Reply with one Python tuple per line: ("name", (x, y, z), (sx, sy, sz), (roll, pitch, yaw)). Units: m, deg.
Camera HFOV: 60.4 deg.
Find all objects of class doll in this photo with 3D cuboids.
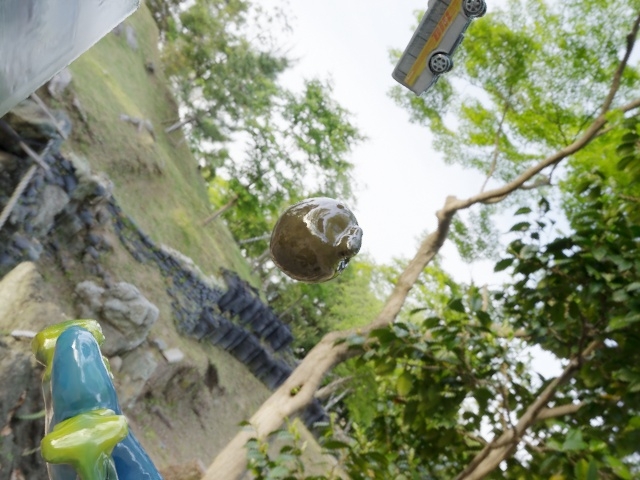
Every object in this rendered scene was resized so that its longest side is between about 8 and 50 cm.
("doll", (-0.108, 0.215, 0.358), (0.346, 0.099, 0.341), (12, -66, 60))

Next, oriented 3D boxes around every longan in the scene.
("longan", (0.000, 0.000, 0.631), (0.119, 0.106, 0.106), (2, -43, 44))

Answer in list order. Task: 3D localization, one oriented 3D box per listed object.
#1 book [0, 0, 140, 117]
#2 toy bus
("book", (-0.178, -0.213, 0.381), (0.025, 0.282, 0.214), (24, -47, -8))
("toy bus", (0.176, -0.301, 0.785), (0.075, 0.190, 0.064), (33, 25, 9))
